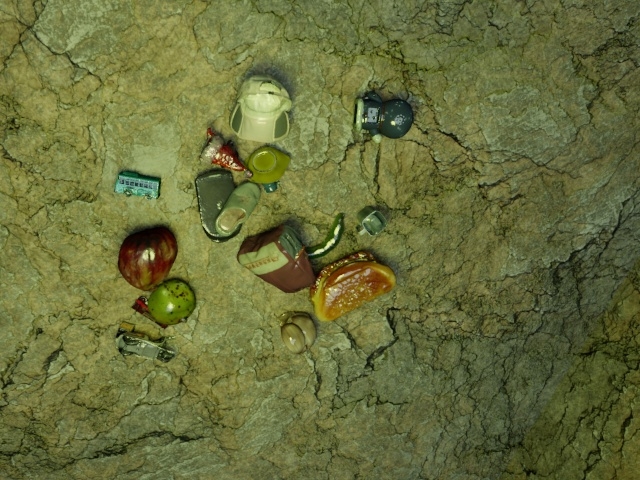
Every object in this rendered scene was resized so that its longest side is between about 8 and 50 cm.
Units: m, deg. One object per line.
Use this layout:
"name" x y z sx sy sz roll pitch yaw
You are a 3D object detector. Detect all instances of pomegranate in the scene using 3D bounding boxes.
"pomegranate" -0.644 0.250 1.694 0.245 0.198 0.198 20 104 -4

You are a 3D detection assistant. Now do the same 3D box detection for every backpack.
"backpack" -0.154 0.091 1.718 0.283 0.197 0.317 -17 128 37

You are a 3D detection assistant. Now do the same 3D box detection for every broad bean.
"broad bean" 0.000 0.000 1.807 0.291 0.049 0.144 -27 107 0

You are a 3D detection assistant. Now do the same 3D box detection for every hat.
"hat" -0.226 -0.496 1.550 0.231 0.161 0.275 7 131 -15
"hat" -0.356 -0.318 1.573 0.227 0.129 0.140 31 110 -11

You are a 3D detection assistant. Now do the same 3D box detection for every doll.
"doll" -0.209 -0.239 1.686 0.076 0.050 0.083 -27 110 -6

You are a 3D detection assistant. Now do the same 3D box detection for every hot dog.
"hot dog" 0.124 0.183 1.821 0.405 0.185 0.223 -28 113 -1

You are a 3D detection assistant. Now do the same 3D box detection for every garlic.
"garlic" -0.093 0.415 1.847 0.160 0.214 0.191 -37 101 -8

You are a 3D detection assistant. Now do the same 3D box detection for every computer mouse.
"computer mouse" -0.415 -0.139 1.657 0.168 0.087 0.296 -13 99 -25

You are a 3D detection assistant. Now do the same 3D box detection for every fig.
"fig" -0.678 0.064 1.592 0.223 0.224 0.263 29 89 -19

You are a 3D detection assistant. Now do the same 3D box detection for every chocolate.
"chocolate" -0.733 0.318 1.780 0.086 0.028 0.182 -44 113 8

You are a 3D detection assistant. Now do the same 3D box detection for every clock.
"clock" 0.255 -0.494 1.645 0.243 0.146 0.200 5 103 -5

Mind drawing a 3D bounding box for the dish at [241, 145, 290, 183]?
"dish" -0.224 -0.306 1.618 0.207 0.080 0.149 -19 86 0

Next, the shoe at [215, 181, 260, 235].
"shoe" -0.319 -0.127 1.603 0.103 0.100 0.251 38 76 -23

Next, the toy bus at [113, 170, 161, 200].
"toy bus" -0.708 -0.215 1.577 0.160 0.079 0.092 8 107 -15

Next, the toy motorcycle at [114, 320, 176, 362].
"toy motorcycle" -0.750 0.446 1.754 0.262 0.157 0.091 23 105 -16

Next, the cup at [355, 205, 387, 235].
"cup" 0.210 -0.078 1.780 0.128 0.129 0.095 -40 110 4
